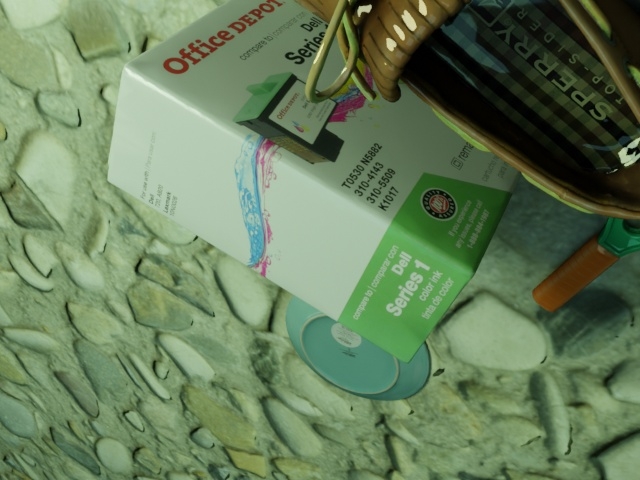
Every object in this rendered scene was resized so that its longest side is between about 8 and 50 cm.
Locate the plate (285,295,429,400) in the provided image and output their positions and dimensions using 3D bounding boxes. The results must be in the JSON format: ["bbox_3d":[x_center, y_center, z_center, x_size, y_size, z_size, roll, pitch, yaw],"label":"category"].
[{"bbox_3d":[0.037,0.130,0.820,0.188,0.024,0.188,18,133,20],"label":"plate"}]

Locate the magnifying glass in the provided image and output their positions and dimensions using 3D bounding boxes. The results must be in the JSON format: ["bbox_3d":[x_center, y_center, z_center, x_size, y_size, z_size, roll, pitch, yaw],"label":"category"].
[{"bbox_3d":[0.258,-0.011,0.573,0.092,0.026,0.231,35,134,2],"label":"magnifying glass"}]

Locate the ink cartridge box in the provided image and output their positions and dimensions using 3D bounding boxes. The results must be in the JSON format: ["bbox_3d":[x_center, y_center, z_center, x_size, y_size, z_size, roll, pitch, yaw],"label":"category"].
[{"bbox_3d":[0.005,-0.068,0.552,0.278,0.201,0.117,31,135,6],"label":"ink cartridge box"}]

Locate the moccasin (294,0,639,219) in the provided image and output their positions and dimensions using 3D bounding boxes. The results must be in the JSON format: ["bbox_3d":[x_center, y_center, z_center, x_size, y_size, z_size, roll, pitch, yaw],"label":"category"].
[{"bbox_3d":[0.065,-0.142,0.411,0.380,0.147,0.139,39,131,-14],"label":"moccasin"}]

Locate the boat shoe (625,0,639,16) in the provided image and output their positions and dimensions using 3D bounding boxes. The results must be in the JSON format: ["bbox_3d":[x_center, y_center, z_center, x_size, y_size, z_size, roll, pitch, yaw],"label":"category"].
[{"bbox_3d":[0.208,-0.159,0.471,0.046,0.038,0.125,29,135,8],"label":"boat shoe"}]
